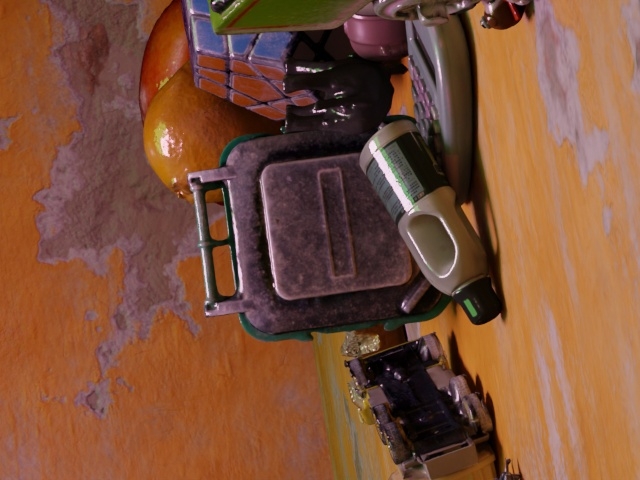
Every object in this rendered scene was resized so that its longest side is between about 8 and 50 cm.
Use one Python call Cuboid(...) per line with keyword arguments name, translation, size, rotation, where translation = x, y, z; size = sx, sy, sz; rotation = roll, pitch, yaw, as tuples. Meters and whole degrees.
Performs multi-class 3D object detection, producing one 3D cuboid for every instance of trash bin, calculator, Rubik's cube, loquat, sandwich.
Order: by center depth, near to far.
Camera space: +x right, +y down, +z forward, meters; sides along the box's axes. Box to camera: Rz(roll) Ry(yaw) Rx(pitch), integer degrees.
Cuboid(name="calculator", translation=(0.127, -0.172, 1.796), size=(0.185, 0.041, 0.299), rotation=(-107, 9, -56))
Cuboid(name="trash bin", translation=(0.000, 0.000, 2.134), size=(0.381, 0.295, 0.259), rotation=(83, 179, -85))
Cuboid(name="Rubik's cube", translation=(-0.044, -0.310, 2.163), size=(0.264, 0.319, 0.319), rotation=(-12, -85, -70))
Cuboid(name="loquat", translation=(-0.141, -0.158, 2.288), size=(0.234, 0.176, 0.187), rotation=(-61, -42, -28))
Cuboid(name="sandwich", translation=(0.082, 0.171, 2.430), size=(0.090, 0.088, 0.244), rotation=(102, 160, -62))

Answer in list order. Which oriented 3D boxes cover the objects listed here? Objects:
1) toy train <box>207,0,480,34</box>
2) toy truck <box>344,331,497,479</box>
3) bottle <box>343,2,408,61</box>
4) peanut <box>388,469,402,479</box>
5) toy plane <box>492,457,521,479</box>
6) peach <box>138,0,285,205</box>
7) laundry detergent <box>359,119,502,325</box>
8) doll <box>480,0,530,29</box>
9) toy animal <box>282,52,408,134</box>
Cuboid(name="toy train", translation=(0.044, -0.271, 1.333), size=(0.307, 0.249, 0.173), rotation=(153, 109, -64))
Cuboid(name="toy truck", translation=(0.126, 0.227, 1.965), size=(0.272, 0.124, 0.157), rotation=(-121, 14, -68))
Cuboid(name="bottle", translation=(0.063, -0.311, 1.866), size=(0.110, 0.110, 0.233), rotation=(-107, 7, -58))
Cuboid(name="peanut", translation=(0.130, 0.350, 2.284), size=(0.187, 0.082, 0.082), rotation=(-149, 52, -83))
Cuboid(name="toy plane", translation=(0.196, 0.271, 1.770), size=(0.078, 0.031, 0.083), rotation=(-80, -8, -52))
Cuboid(name="peach", translation=(-0.107, -0.206, 2.545), size=(0.406, 0.335, 0.310), rotation=(99, 167, -60))
Cuboid(name="laundry detergent", translation=(0.121, -0.013, 1.758), size=(0.225, 0.070, 0.099), rotation=(61, 155, 18))
Cuboid(name="doll", translation=(0.162, -0.207, 1.435), size=(0.085, 0.040, 0.058), rotation=(19, 142, 60))
Cuboid(name="toy animal", translation=(0.023, -0.179, 1.979), size=(0.269, 0.137, 0.082), rotation=(-58, -34, -74))
